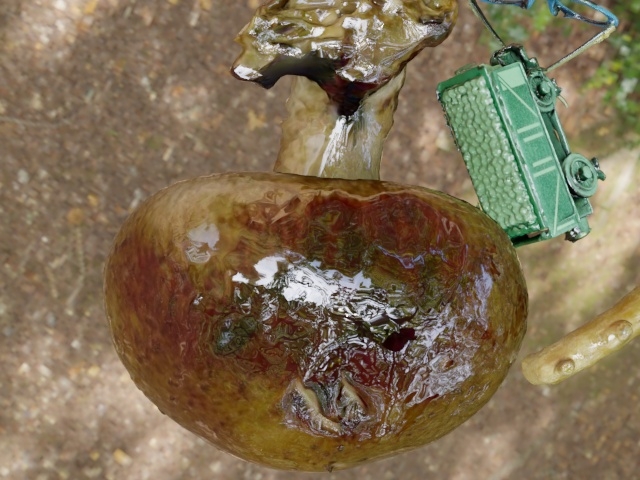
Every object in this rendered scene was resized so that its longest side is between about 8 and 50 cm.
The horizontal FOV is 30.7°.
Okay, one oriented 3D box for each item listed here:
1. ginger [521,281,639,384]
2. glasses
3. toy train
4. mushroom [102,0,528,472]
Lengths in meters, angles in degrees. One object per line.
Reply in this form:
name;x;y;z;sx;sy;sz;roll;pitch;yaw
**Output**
ginger;0.433;0.129;1.729;0.299;0.065;0.118;-33;-175;-1
glasses;0.328;-0.305;1.811;0.102;0.239;0.206;-44;148;-54
toy train;0.259;-0.114;1.495;0.154;0.115;0.269;-22;93;-34
mushroom;-0.018;0.009;0.965;0.331;0.356;0.334;-15;155;-14
